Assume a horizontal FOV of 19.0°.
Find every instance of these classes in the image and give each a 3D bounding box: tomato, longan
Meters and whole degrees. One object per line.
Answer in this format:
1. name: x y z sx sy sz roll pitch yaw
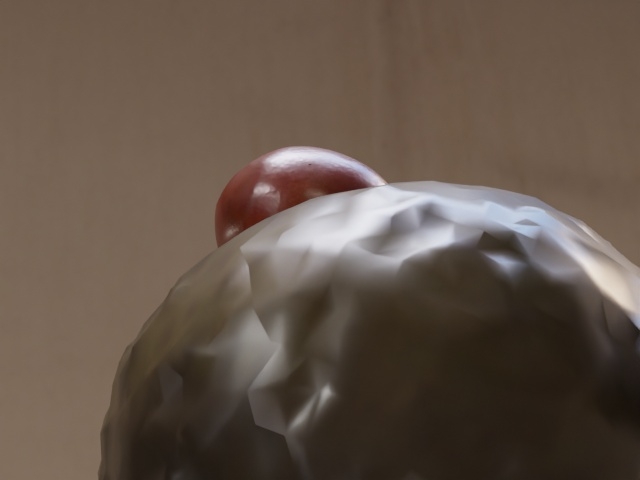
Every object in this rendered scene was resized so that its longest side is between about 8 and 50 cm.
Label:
1. tomato: 0.000 0.000 1.723 0.136 0.195 0.195 -42 -27 -27
2. longan: 0.061 0.154 1.154 0.391 0.391 0.391 -3 -32 -2
